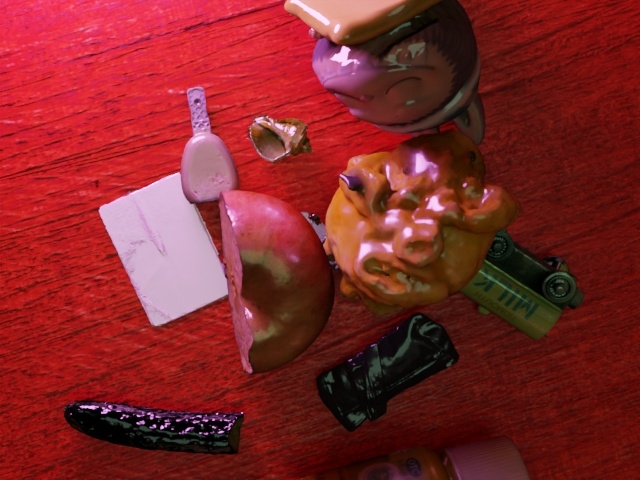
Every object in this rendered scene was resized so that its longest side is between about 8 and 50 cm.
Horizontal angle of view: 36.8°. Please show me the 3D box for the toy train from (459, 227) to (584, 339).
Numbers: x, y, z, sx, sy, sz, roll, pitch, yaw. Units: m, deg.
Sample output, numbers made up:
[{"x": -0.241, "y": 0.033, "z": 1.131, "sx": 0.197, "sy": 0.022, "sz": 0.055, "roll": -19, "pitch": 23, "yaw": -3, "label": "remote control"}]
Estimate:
[{"x": 0.325, "y": 0.068, "z": 1.667, "sx": 0.253, "sy": 0.105, "sz": 0.157, "roll": 33, "pitch": 107, "yaw": -10, "label": "toy train"}]

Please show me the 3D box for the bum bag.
[{"x": 0.115, "y": 0.226, "z": 1.676, "sx": 0.248, "sy": 0.060, "sz": 0.123, "roll": -34, "pitch": 99, "yaw": 0, "label": "bum bag"}]

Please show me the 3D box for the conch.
[{"x": -0.068, "y": -0.167, "z": 1.593, "sx": 0.121, "sy": 0.074, "sz": 0.089, "roll": 26, "pitch": 59, "yaw": 11, "label": "conch"}]

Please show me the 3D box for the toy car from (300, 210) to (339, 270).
[{"x": 0.000, "y": 0.000, "z": 1.645, "sx": 0.122, "sy": 0.035, "sz": 0.059, "roll": 37, "pitch": 89, "yaw": -4, "label": "toy car"}]

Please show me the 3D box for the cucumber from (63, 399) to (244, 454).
[{"x": -0.284, "y": 0.317, "z": 1.635, "sx": 0.303, "sy": 0.072, "sz": 0.081, "roll": 5, "pitch": 99, "yaw": -7, "label": "cucumber"}]

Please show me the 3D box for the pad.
[{"x": -0.261, "y": 0.017, "z": 1.632, "sx": 0.156, "sy": 0.004, "sz": 0.232, "roll": -24, "pitch": 99, "yaw": -3, "label": "pad"}]

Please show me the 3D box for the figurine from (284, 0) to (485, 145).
[{"x": 0.105, "y": -0.290, "z": 1.548, "sx": 0.266, "sy": 0.361, "sz": 0.378, "roll": -19, "pitch": 133, "yaw": -1, "label": "figurine"}]

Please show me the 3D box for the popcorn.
[{"x": 0.130, "y": -0.041, "z": 1.510, "sx": 0.281, "sy": 0.297, "sz": 0.316, "roll": 28, "pitch": 109, "yaw": -42, "label": "popcorn"}]

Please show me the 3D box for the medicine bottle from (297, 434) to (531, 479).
[{"x": 0.158, "y": 0.467, "z": 1.629, "sx": 0.384, "sy": 0.224, "sz": 0.224, "roll": -13, "pitch": 99, "yaw": -4, "label": "medicine bottle"}]

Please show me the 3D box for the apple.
[{"x": -0.065, "y": 0.058, "z": 1.547, "sx": 0.163, "sy": 0.251, "sz": 0.293, "roll": -7, "pitch": 105, "yaw": -10, "label": "apple"}]

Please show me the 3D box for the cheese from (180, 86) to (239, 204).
[{"x": -0.193, "y": -0.158, "z": 1.600, "sx": 0.097, "sy": 0.037, "sz": 0.192, "roll": -9, "pitch": 99, "yaw": -8, "label": "cheese"}]
